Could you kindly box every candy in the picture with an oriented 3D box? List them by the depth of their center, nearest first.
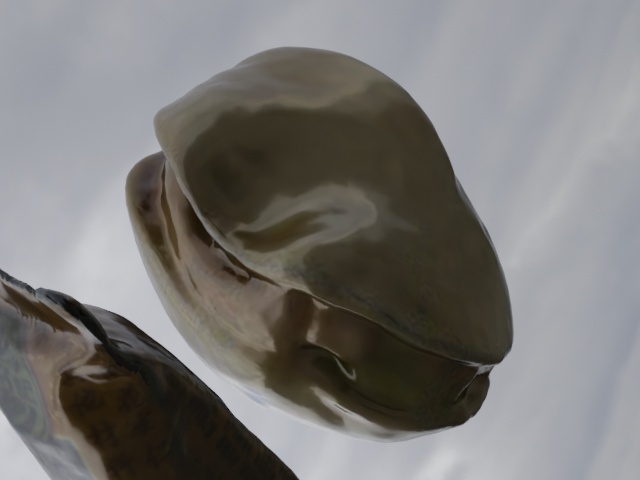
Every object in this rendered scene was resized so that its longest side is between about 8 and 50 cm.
[{"bbox_3d":[-0.101,0.107,0.968,0.101,0.143,0.271,-49,-52,-22],"label":"candy"}]

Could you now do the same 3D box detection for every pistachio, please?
[{"bbox_3d":[0.000,0.000,1.597,0.281,0.365,0.445,-58,29,21],"label":"pistachio"}]
